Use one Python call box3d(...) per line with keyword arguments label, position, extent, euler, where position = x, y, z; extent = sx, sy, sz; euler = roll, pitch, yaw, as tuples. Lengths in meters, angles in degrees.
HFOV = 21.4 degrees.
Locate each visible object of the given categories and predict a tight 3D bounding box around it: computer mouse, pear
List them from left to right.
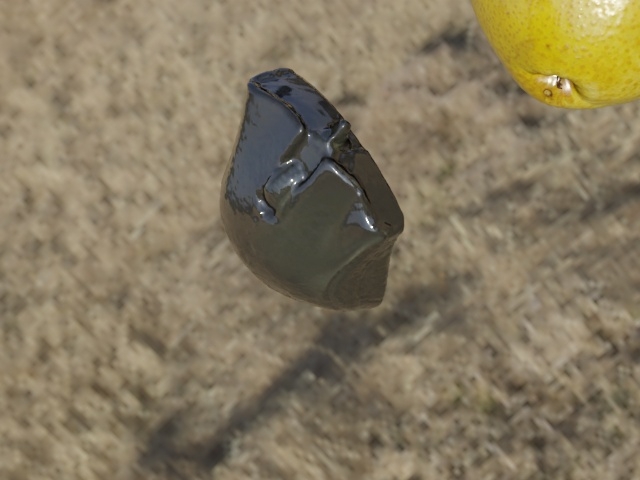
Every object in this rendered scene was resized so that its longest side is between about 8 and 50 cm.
box3d(label="computer mouse", position=(-0.016, -0.015, 1.183), extent=(0.088, 0.147, 0.264), euler=(-32, -18, -19))
box3d(label="pear", position=(0.216, -0.202, 1.335), extent=(0.209, 0.209, 0.209), euler=(-29, 32, 20))
